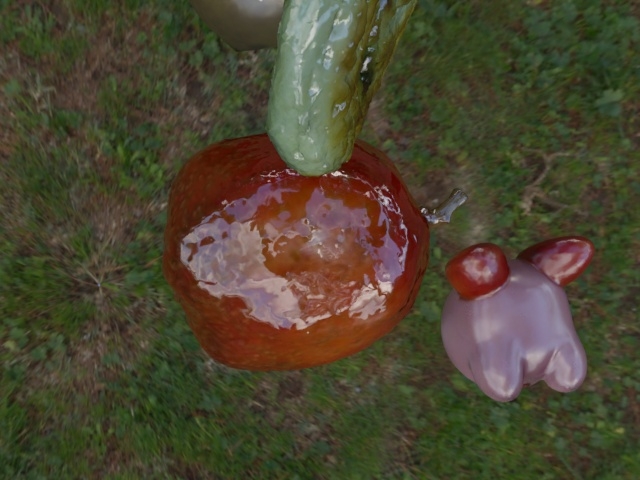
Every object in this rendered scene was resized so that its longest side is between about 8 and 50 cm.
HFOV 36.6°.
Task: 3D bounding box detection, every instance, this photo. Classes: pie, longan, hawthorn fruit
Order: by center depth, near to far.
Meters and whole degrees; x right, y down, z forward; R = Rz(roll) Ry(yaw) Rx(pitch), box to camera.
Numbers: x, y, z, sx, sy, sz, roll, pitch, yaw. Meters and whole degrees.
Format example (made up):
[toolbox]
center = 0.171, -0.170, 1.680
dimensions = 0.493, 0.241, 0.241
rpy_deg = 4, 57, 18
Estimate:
[pie]
center = 0.029, -0.143, 0.541
dimensions = 0.054, 0.240, 0.240
rpy_deg = 23, 82, 4
[hawthorn fruit]
center = 0.000, 0.000, 0.792
dimensions = 0.253, 0.205, 0.205
rpy_deg = -14, 91, 5
[longan]
center = -0.086, -0.438, 1.459
dimensions = 0.319, 0.319, 0.319
rpy_deg = 1, 87, -13

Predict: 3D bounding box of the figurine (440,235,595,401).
[figurine]
center = 0.311, 0.126, 1.629
dimensions = 0.270, 0.211, 0.261
rpy_deg = -6, 92, -25
